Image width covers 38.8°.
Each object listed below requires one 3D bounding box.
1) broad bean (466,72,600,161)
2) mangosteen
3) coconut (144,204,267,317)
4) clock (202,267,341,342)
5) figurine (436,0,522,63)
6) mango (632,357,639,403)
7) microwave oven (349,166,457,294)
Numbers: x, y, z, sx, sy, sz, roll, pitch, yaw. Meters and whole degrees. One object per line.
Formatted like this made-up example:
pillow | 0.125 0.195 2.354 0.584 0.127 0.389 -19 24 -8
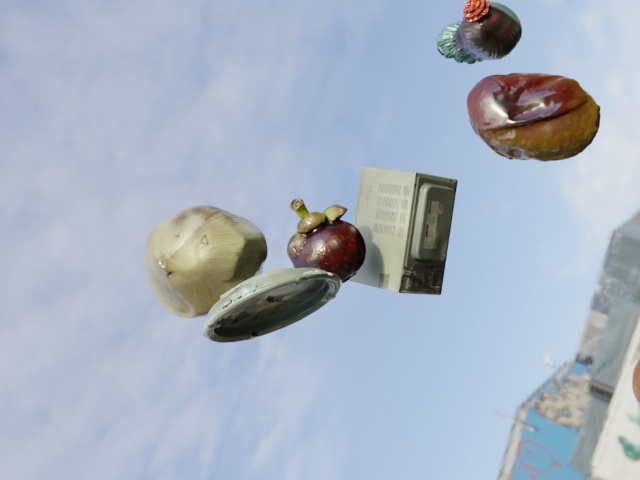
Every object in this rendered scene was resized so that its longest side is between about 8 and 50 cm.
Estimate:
broad bean | 0.364 -0.214 1.564 0.122 0.228 0.156 63 -140 -64
mangosteen | 0.001 0.009 1.785 0.156 0.181 0.146 -36 -20 -33
coconut | -0.203 0.036 1.591 0.224 0.224 0.224 -40 -39 -43
clock | -0.082 0.093 1.451 0.236 0.053 0.236 -22 -19 -8
figurine | 0.309 -0.418 1.849 0.245 0.137 0.110 -177 103 -74
mango | 0.664 0.251 1.749 0.084 0.105 0.159 22 -70 -29
microwave oven | 0.173 -0.020 1.865 0.145 0.194 0.241 6 -87 -44
